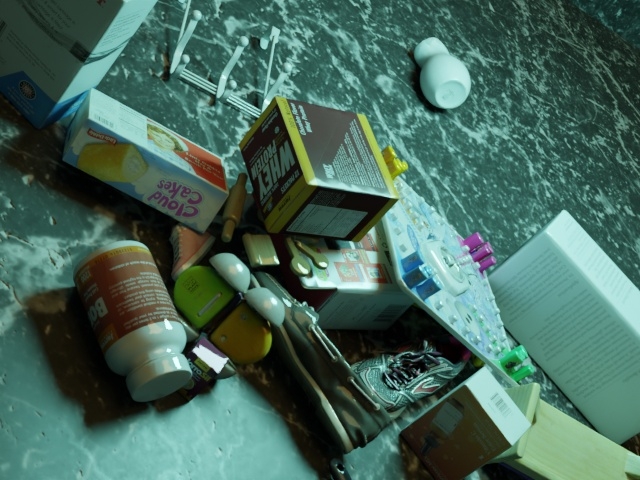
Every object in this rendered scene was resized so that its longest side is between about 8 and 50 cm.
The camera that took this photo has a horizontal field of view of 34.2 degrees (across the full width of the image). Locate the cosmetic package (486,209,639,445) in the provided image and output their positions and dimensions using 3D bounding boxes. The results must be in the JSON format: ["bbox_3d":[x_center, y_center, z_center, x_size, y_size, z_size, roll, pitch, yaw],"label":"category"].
[{"bbox_3d":[0.575,0.187,2.219,0.453,0.230,0.161,49,34,4],"label":"cosmetic package"}]

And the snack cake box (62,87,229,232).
[{"bbox_3d":[-0.289,-0.134,1.733,0.264,0.089,0.152,28,18,-21],"label":"snack cake box"}]

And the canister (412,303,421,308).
[{"bbox_3d":[0.209,0.055,2.111,0.126,0.073,0.170,23,42,-31],"label":"canister"}]

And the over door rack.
[{"bbox_3d":[-0.183,-0.407,2.147,0.239,0.108,0.324,27,38,-26],"label":"over door rack"}]

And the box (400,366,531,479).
[{"bbox_3d":[0.248,0.324,1.787,0.130,0.170,0.091,52,33,9],"label":"box"}]

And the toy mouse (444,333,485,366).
[{"bbox_3d":[0.285,0.194,2.083,0.143,0.031,0.161,46,34,0],"label":"toy mouse"}]

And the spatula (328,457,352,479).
[{"bbox_3d":[0.090,0.467,1.597,0.084,0.030,0.296,-13,64,-49],"label":"spatula"}]

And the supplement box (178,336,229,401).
[{"bbox_3d":[-0.184,0.192,1.548,0.055,0.083,0.043,42,34,-4],"label":"supplement box"}]

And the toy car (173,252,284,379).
[{"bbox_3d":[-0.152,0.116,1.632,0.182,0.159,0.136,45,0,0],"label":"toy car"}]

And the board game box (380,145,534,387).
[{"bbox_3d":[0.252,0.045,2.002,0.390,0.050,0.390,40,25,-33],"label":"board game box"}]

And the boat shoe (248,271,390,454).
[{"bbox_3d":[-0.006,0.185,1.698,0.095,0.112,0.335,-28,81,-17],"label":"boat shoe"}]

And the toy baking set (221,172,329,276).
[{"bbox_3d":[-0.072,-0.033,1.747,0.196,0.030,0.256,25,41,-20],"label":"toy baking set"}]

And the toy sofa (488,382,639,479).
[{"bbox_3d":[0.457,0.418,1.958,0.362,0.177,0.150,31,61,-20],"label":"toy sofa"}]

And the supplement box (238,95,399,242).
[{"bbox_3d":[-0.005,-0.117,1.753,0.194,0.129,0.191,6,50,-37],"label":"supplement box"}]

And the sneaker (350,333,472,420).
[{"bbox_3d":[0.155,0.227,1.842,0.299,0.112,0.121,-18,68,-52],"label":"sneaker"}]

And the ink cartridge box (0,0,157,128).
[{"bbox_3d":[-0.427,-0.370,1.676,0.223,0.307,0.129,47,35,1],"label":"ink cartridge box"}]

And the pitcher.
[{"bbox_3d":[0.328,-0.410,2.688,0.178,0.125,0.207,43,20,-31],"label":"pitcher"}]

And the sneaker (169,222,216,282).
[{"bbox_3d":[-0.230,0.016,1.716,0.070,0.051,0.134,37,35,-2],"label":"sneaker"}]

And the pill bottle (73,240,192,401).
[{"bbox_3d":[-0.268,0.118,1.504,0.121,0.121,0.216,0,54,-46],"label":"pill bottle"}]

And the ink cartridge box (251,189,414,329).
[{"bbox_3d":[0.000,0.000,1.894,0.272,0.130,0.309,5,50,-37],"label":"ink cartridge box"}]
